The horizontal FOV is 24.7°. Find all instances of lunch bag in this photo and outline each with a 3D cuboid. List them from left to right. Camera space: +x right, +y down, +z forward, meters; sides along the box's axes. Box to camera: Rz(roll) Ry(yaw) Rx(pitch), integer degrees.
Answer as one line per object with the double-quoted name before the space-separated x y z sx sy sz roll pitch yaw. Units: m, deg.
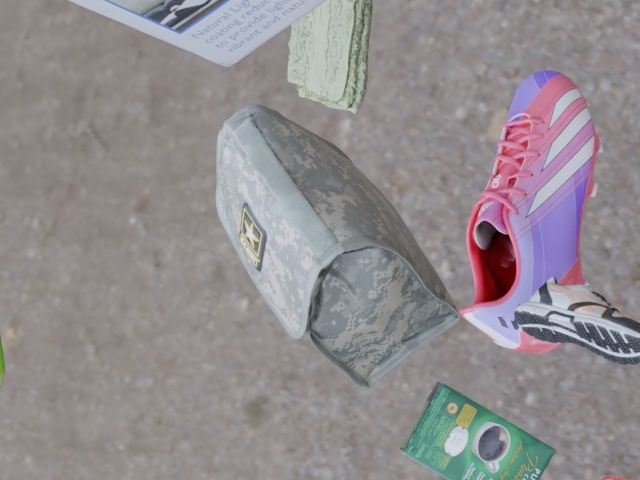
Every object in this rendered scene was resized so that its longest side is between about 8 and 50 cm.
"lunch bag" 0.000 0.000 1.621 0.169 0.287 0.235 -37 56 6

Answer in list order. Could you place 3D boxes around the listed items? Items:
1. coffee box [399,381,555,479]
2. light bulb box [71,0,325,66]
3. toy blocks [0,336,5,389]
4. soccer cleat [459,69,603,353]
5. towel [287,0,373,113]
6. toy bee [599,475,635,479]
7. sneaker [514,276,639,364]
"coffee box" 0.211 0.283 1.974 0.113 0.184 0.040 -61 5 -7
"light bulb box" -0.123 -0.324 0.678 0.225 0.361 0.357 -31 59 32
"toy blocks" -0.334 -0.080 0.802 0.191 0.261 0.381 128 132 -65
"soccer cleat" 0.155 -0.033 1.109 0.083 0.095 0.248 -30 46 50
"towel" 0.010 -0.188 1.270 0.110 0.027 0.148 27 119 53
"toy bee" 0.500 0.383 1.884 0.298 0.195 0.162 -12 69 47
"sneaker" 0.182 0.050 0.977 0.109 0.040 0.043 18 57 42
